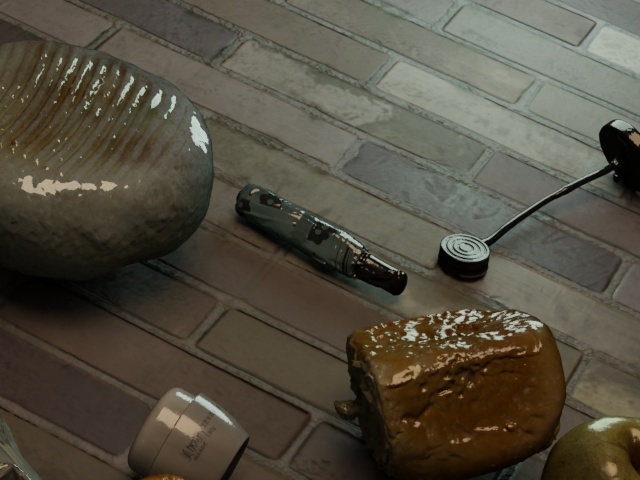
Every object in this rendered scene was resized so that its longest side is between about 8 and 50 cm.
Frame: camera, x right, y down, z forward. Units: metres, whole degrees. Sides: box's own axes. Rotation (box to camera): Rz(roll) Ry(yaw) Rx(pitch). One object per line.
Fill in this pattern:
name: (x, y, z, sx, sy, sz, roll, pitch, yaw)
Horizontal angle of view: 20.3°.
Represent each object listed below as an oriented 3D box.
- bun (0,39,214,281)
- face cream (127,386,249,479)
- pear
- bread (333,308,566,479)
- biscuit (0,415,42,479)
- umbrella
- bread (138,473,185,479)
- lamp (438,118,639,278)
bun: (-0.310, -0.088, 2.156, 0.362, 0.211, 0.362, 8, 45, -7)
face cream: (-0.142, 0.224, 1.925, 0.104, 0.117, 0.117, 31, 44, 6)
pear: (0.331, 0.273, 1.978, 0.167, 0.136, 0.167, 9, 43, -9)
bread: (0.139, 0.180, 1.996, 0.246, 0.176, 0.195, -10, 12, -8)
biscuit: (-0.443, 0.258, 1.826, 0.309, 0.079, 0.186, -19, 37, -29)
umbrella: (0.000, 0.001, 2.260, 0.250, 0.052, 0.053, 29, 9, 18)
bread: (-0.183, 0.296, 1.842, 0.082, 0.106, 0.125, 38, 45, 25)
lamp: (0.299, -0.069, 2.368, 0.371, 0.108, 0.130, -18, 47, -30)
